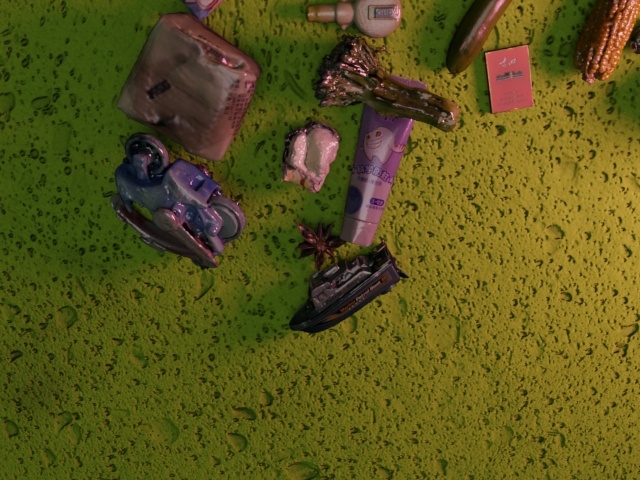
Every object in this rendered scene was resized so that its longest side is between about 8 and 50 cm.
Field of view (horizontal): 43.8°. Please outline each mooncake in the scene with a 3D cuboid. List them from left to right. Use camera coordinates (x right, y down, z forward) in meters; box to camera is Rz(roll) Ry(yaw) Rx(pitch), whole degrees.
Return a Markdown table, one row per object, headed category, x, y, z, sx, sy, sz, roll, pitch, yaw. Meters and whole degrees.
| category | x | y | z | sx | sy | sz | roll | pitch | yaw |
| --- | --- | --- | --- | --- | --- | --- | --- | --- | --- |
| mooncake | -0.263 | -0.320 | 1.657 | 0.250 | 0.136 | 0.254 | 30 | 112 | -5 |

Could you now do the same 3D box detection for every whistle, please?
| category | x | y | z | sx | sy | sz | roll | pitch | yaw |
| --- | --- | --- | --- | --- | --- | --- | --- | --- | --- |
| whistle | 0.069 | -0.467 | 1.633 | 0.199 | 0.057 | 0.104 | 0 | 108 | 1 |

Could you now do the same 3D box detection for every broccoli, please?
| category | x | y | z | sx | sy | sz | roll | pitch | yaw |
| --- | --- | --- | --- | --- | --- | --- | --- | --- | --- |
| broccoli | 0.139 | -0.301 | 1.619 | 0.304 | 0.145 | 0.164 | 24 | 107 | 7 |

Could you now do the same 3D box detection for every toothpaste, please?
| category | x | y | z | sx | sy | sz | roll | pitch | yaw |
| --- | --- | --- | --- | --- | --- | --- | --- | --- | --- |
| toothpaste | 0.121 | -0.174 | 1.731 | 0.125 | 0.080 | 0.371 | 15 | 100 | 1 |

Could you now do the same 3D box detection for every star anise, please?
| category | x | y | z | sx | sy | sz | roll | pitch | yaw |
| --- | --- | --- | --- | --- | --- | --- | --- | --- | --- |
| star anise | -0.011 | -0.003 | 1.790 | 0.129 | 0.056 | 0.124 | 38 | 104 | -25 |

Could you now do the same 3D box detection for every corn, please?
| category | x | y | z | sx | sy | sz | roll | pitch | yaw |
| --- | --- | --- | --- | --- | --- | --- | --- | --- | --- |
| corn | 0.597 | -0.468 | 1.590 | 0.097 | 0.097 | 0.319 | 21 | 106 | -4 |

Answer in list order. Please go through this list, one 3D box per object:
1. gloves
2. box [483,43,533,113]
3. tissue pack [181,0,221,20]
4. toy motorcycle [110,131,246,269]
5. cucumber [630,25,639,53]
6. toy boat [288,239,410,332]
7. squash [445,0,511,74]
| category | x | y | z | sx | sy | sz | roll | pitch | yaw |
| --- | --- | --- | --- | --- | --- | --- | --- | --- | --- |
| gloves | -0.026 | -0.186 | 1.726 | 0.114 | 0.070 | 0.153 | 22 | 102 | 4 |
| box | 0.397 | -0.339 | 1.680 | 0.090 | 0.023 | 0.133 | -9 | 108 | 3 |
| tissue pack | -0.254 | -0.543 | 1.618 | 0.115 | 0.065 | 0.155 | -40 | 102 | 15 |
| toy motorcycle | -0.327 | -0.067 | 1.719 | 0.319 | 0.182 | 0.241 | 41 | 106 | -12 |
| cucumber | 0.674 | -0.411 | 1.610 | 0.107 | 0.035 | 0.067 | -31 | 111 | -23 |
| toy boat | 0.045 | 0.115 | 1.800 | 0.296 | 0.114 | 0.122 | -35 | 110 | 13 |
| squash | 0.330 | -0.455 | 1.620 | 0.069 | 0.069 | 0.258 | 29 | 108 | -7 |
